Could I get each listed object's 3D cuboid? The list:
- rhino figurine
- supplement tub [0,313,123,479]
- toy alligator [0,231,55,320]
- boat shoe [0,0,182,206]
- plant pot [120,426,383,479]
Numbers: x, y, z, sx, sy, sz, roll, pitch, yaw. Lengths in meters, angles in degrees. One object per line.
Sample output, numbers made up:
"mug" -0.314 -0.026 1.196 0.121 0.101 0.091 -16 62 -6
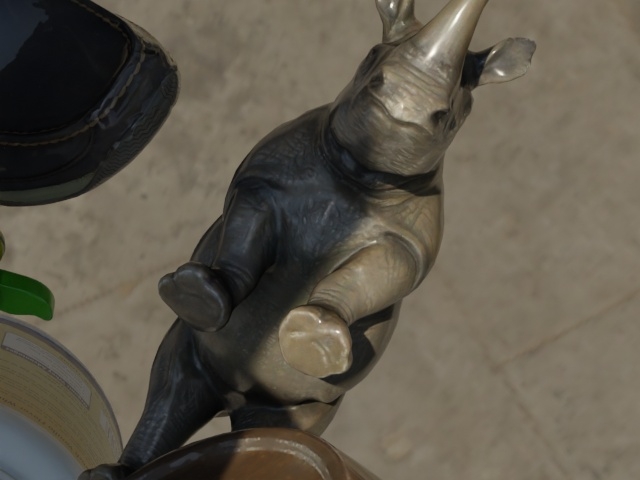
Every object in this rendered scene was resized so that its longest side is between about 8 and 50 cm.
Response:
"rhino figurine" 0.000 0.000 0.580 0.073 0.243 0.106 33 42 4
"supplement tub" -0.237 0.181 1.113 0.228 0.316 0.228 -1 100 -5
"toy alligator" -0.226 0.000 0.949 0.190 0.051 0.056 35 29 -26
"boat shoe" -0.236 -0.117 1.019 0.355 0.130 0.132 16 69 36
"plant pot" 0.011 0.175 0.526 0.215 0.215 0.230 -47 121 -31
